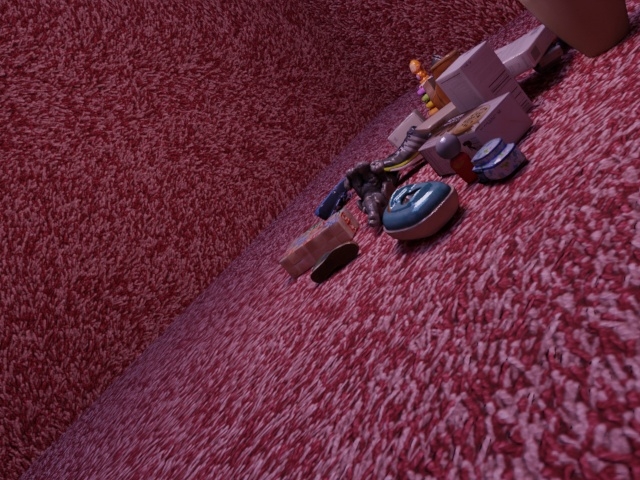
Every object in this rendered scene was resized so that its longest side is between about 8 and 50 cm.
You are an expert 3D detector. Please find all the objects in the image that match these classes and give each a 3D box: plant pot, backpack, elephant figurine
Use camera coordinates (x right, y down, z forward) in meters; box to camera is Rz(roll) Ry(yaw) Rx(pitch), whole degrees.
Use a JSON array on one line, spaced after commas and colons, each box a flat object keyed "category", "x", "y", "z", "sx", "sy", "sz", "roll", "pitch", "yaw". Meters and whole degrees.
[{"category": "plant pot", "x": 0.762, "y": -0.682, "z": 1.577, "sx": 0.256, "sy": 0.274, "sz": 0.256, "roll": -40, "pitch": 12, "yaw": 10}, {"category": "backpack", "x": 0.436, "y": -0.199, "z": 1.344, "sx": 0.105, "sy": 0.084, "sz": 0.114, "roll": -46, "pitch": 15, "yaw": -9}, {"category": "elephant figurine", "x": 0.181, "y": -0.135, "z": 1.820, "sx": 0.186, "sy": 0.239, "sz": 0.169, "roll": -14, "pitch": -21, "yaw": -21}]

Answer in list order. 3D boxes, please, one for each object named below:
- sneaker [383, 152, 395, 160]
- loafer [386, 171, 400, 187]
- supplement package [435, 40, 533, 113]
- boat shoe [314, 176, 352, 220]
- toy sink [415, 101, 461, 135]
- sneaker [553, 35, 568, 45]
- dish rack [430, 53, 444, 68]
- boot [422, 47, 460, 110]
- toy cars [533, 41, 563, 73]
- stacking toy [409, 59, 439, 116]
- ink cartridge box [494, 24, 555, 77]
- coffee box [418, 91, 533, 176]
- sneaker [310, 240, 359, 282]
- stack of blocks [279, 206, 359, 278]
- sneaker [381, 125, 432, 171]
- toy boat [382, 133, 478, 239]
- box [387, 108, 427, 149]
[{"category": "sneaker", "x": 0.264, "y": -0.299, "z": 2.340, "sx": 0.178, "sy": 0.072, "sz": 0.077, "roll": -34, "pitch": 0, "yaw": -3}, {"category": "loafer", "x": 0.252, "y": -0.236, "z": 2.061, "sx": 0.084, "sy": 0.096, "sz": 0.267, "roll": -30, "pitch": 13, "yaw": 21}, {"category": "supplement package", "x": 0.497, "y": -0.450, "z": 1.659, "sx": 0.134, "sy": 0.244, "sz": 0.139, "roll": -46, "pitch": 13, "yaw": -15}, {"category": "boat shoe", "x": 0.074, "y": -0.184, "z": 2.460, "sx": 0.258, "sy": 0.089, "sz": 0.109, "roll": -51, "pitch": 1, "yaw": -19}, {"category": "toy sink", "x": 0.466, "y": -0.393, "z": 1.841, "sx": 0.234, "sy": 0.131, "sz": 0.153, "roll": -36, "pitch": 12, "yaw": 0}, {"category": "sneaker", "x": 0.846, "y": -0.713, "z": 1.939, "sx": 0.087, "sy": 0.083, "sz": 0.221, "roll": 0, "pitch": 17, "yaw": 16}, {"category": "dish rack", "x": 0.583, "y": -0.676, "z": 2.186, "sx": 0.271, "sy": 0.208, "sz": 0.074, "roll": -12, "pitch": -54, "yaw": -47}, {"category": "boot", "x": 0.483, "y": -0.537, "z": 1.957, "sx": 0.109, "sy": 0.220, "sz": 0.283, "roll": -33, "pitch": -8, "yaw": -18}, {"category": "toy cars", "x": 0.707, "y": -0.592, "z": 1.912, "sx": 0.176, "sy": 0.087, "sz": 0.393, "roll": -42, "pitch": 15, "yaw": -23}, {"category": "stacking toy", "x": 0.454, "y": -0.591, "z": 2.159, "sx": 0.166, "sy": 0.302, "sz": 0.175, "roll": -43, "pitch": 9, "yaw": -7}, {"category": "ink cartridge box", "x": 0.613, "y": -0.591, "z": 1.806, "sx": 0.261, "sy": 0.066, "sz": 0.296, "roll": -21, "pitch": 20, "yaw": 45}, {"category": "coffee box", "x": 0.443, "y": -0.299, "z": 1.592, "sx": 0.168, "sy": 0.119, "sz": 0.297, "roll": -46, "pitch": 13, "yaw": -15}, {"category": "sneaker", "x": 0.044, "y": 0.052, "z": 1.730, "sx": 0.192, "sy": 0.064, "sz": 0.086, "roll": -40, "pitch": 16, "yaw": 22}, {"category": "stack of blocks", "x": 0.000, "y": 0.000, "z": 2.007, "sx": 0.297, "sy": 0.087, "sz": 0.171, "roll": -35, "pitch": 13, "yaw": 29}, {"category": "sneaker", "x": 0.335, "y": -0.352, "z": 2.007, "sx": 0.300, "sy": 0.121, "sz": 0.111, "roll": -27, "pitch": 14, "yaw": 9}, {"category": "toy boat", "x": 0.284, "y": -0.137, "z": 1.444, "sx": 0.318, "sy": 0.148, "sz": 0.267, "roll": -45, "pitch": 12, "yaw": -15}, {"category": "box", "x": 0.371, "y": -0.435, "z": 2.201, "sx": 0.148, "sy": 0.121, "sz": 0.311, "roll": -44, "pitch": 4, "yaw": 20}]
